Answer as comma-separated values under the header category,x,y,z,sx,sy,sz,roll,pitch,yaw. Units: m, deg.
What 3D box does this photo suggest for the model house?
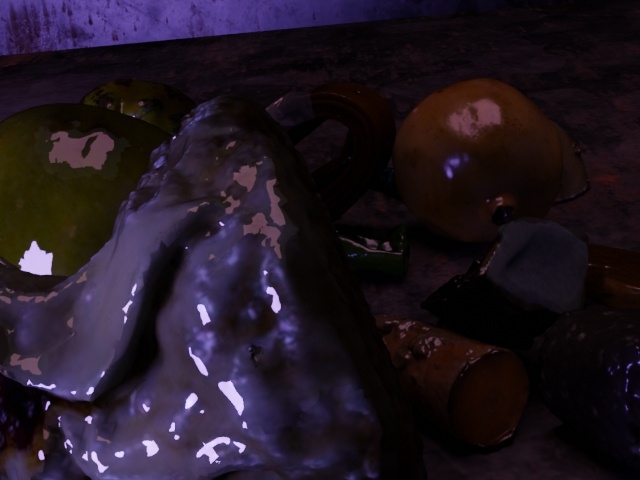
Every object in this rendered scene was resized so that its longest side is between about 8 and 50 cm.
category,x,y,z,sx,sy,sz,roll,pitch,yaw
model house,0.169,0.053,1.012,0.165,0.106,0.152,14,-35,-32

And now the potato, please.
category,x,y,z,sx,sy,sz,roll,pitch,yaw
potato,0.303,-0.134,1.545,0.182,0.117,0.202,-24,29,-32

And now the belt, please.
category,x,y,z,sx,sy,sz,roll,pitch,yaw
belt,-0.020,-0.113,1.422,0.261,0.184,0.105,-30,9,29

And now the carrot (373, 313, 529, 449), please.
category,x,y,z,sx,sy,sz,roll,pitch,yaw
carrot,0.087,0.122,1.012,0.102,0.102,0.263,-19,18,-29

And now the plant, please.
category,x,y,z,sx,sy,sz,roll,pitch,yaw
plant,0.290,0.126,0.876,0.132,0.129,0.194,-19,22,-30

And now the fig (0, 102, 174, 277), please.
category,x,y,z,sx,sy,sz,roll,pitch,yaw
fig,-0.246,0.019,1.079,0.316,0.316,0.316,-5,22,2

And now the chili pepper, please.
category,x,y,z,sx,sy,sz,roll,pitch,yaw
chili pepper,0.001,-0.001,1.330,0.253,0.083,0.099,11,29,26

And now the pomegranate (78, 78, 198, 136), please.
category,x,y,z,sx,sy,sz,roll,pitch,yaw
pomegranate,-0.285,-0.163,1.628,0.221,0.204,0.276,14,26,1

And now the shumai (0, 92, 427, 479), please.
category,x,y,z,sx,sy,sz,roll,pitch,yaw
shumai,-0.115,0.109,0.846,0.348,0.395,0.395,-29,24,0

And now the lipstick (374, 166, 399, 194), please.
category,x,y,z,sx,sy,sz,roll,pitch,yaw
lipstick,0.122,-0.090,1.576,0.053,0.053,0.234,-19,21,-29

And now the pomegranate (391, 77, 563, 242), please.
category,x,y,z,sx,sy,sz,roll,pitch,yaw
pomegranate,0.209,-0.108,1.361,0.233,0.233,0.233,-5,22,2

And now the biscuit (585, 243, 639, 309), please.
category,x,y,z,sx,sy,sz,roll,pitch,yaw
biscuit,0.397,0.069,1.048,0.432,0.064,0.283,13,12,39
